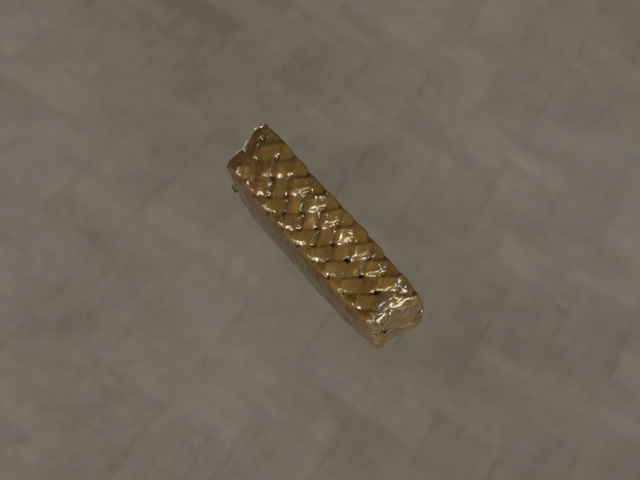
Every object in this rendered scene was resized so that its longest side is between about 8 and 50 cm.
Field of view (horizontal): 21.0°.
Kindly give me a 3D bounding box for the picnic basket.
[{"bbox_3d":[0.000,0.000,1.347,0.193,0.055,0.110,50,-6,14],"label":"picnic basket"}]
